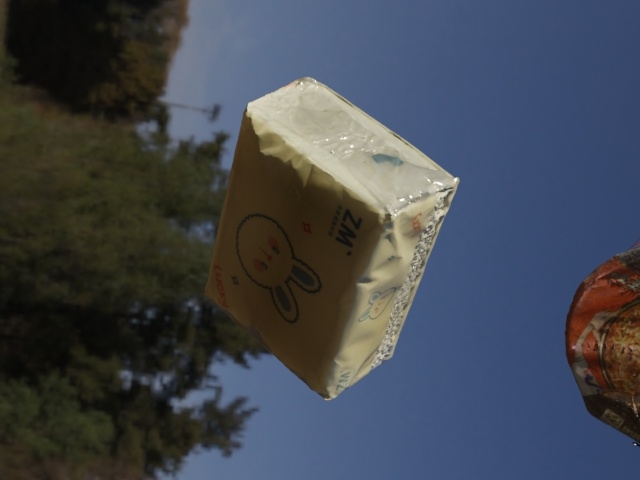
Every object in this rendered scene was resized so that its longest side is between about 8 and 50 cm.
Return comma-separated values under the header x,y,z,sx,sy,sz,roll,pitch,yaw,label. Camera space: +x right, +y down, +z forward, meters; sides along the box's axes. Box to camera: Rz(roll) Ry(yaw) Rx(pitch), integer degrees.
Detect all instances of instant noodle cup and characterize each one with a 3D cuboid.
x,y,z,sx,sy,sz,roll,pitch,yaw,label
0.219,0.040,0.660,0.136,0.127,0.127,-37,148,-59,instant noodle cup

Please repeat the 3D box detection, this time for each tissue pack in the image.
x,y,z,sx,sy,sz,roll,pitch,yaw,label
0.000,0.000,0.835,0.148,0.092,0.196,37,-46,23,tissue pack
